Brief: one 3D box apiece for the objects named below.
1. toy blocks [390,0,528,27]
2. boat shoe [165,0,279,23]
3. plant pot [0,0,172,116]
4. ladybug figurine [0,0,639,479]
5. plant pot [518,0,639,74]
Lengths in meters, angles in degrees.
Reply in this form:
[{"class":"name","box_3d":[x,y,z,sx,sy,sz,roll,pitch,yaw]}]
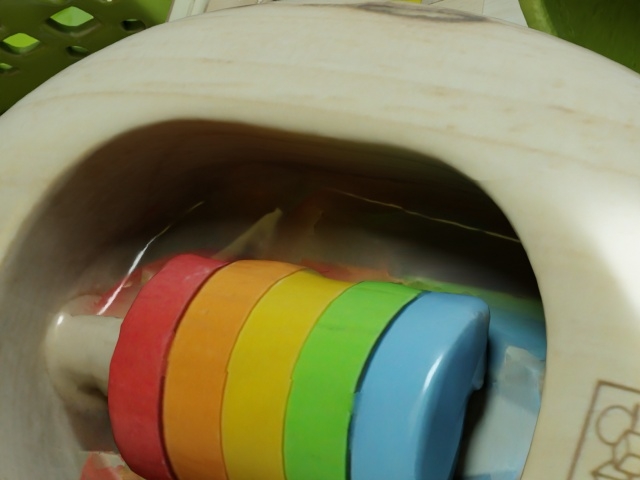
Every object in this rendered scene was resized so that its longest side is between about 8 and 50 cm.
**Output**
[{"class":"toy blocks","box_3d":[0.127,-0.111,0.958,0.261,0.191,0.381,-11,64,47]},{"class":"boat shoe","box_3d":[0.000,0.000,0.932,0.110,0.341,0.121,17,39,29]},{"class":"plant pot","box_3d":[-0.162,-0.185,1.138,0.228,0.207,0.227,-13,52,30]},{"class":"ladybug figurine","box_3d":[0.020,0.067,0.738,0.449,0.162,0.305,14,84,36]},{"class":"plant pot","box_3d":[0.292,-0.211,0.744,0.366,0.366,0.353,-8,38,32]}]
